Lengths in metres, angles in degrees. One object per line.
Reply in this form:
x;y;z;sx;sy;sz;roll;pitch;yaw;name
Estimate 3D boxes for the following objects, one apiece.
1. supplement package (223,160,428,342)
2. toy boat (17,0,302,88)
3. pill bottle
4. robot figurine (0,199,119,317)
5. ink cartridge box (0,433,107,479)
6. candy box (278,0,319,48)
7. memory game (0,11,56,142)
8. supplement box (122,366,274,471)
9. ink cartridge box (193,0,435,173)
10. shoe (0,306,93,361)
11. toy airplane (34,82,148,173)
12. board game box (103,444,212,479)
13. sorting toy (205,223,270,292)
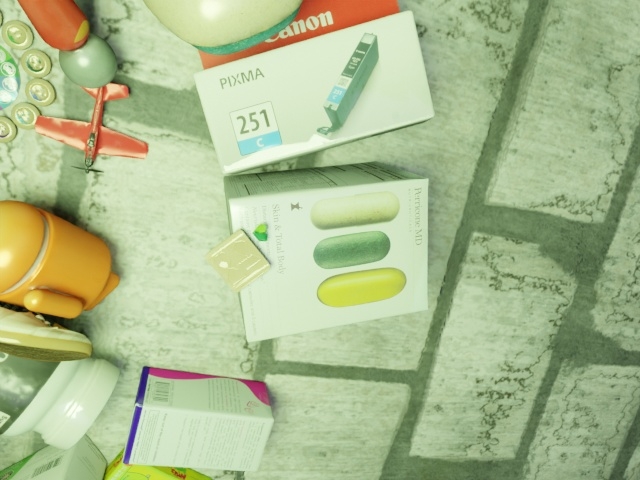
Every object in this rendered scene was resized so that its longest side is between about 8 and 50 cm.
0.000;0.000;0.688;0.262;0.198;0.199;-8;107;-12;supplement package
-0.187;-0.300;0.557;0.318;0.268;0.148;-25;156;-5;toy boat
-0.444;0.172;0.642;0.278;0.162;0.162;39;94;-22;pill bottle
-0.377;0.026;0.609;0.128;0.219;0.158;-7;66;18;robot figurine
-0.437;0.422;0.688;0.160;0.219;0.093;-27;111;-5;ink cartridge box
-0.011;-0.270;0.684;0.109;0.053;0.187;28;96;-19;candy box
-0.454;-0.220;0.602;0.186;0.012;0.186;-4;108;-14;memory game
-0.203;0.302;0.773;0.220;0.111;0.114;13;103;-18;supplement box
-0.023;-0.252;0.614;0.296;0.066;0.261;-15;96;4;ink cartridge box
-0.388;0.102;0.557;0.219;0.076;0.058;23;55;-33;shoe
-0.314;-0.167;0.644;0.151;0.028;0.151;-5;107;-18;toy airplane
-0.297;0.446;0.828;0.181;0.043;0.092;39;93;-22;board game box
-0.090;0.017;0.558;0.083;0.012;0.062;-35;104;4;sorting toy
